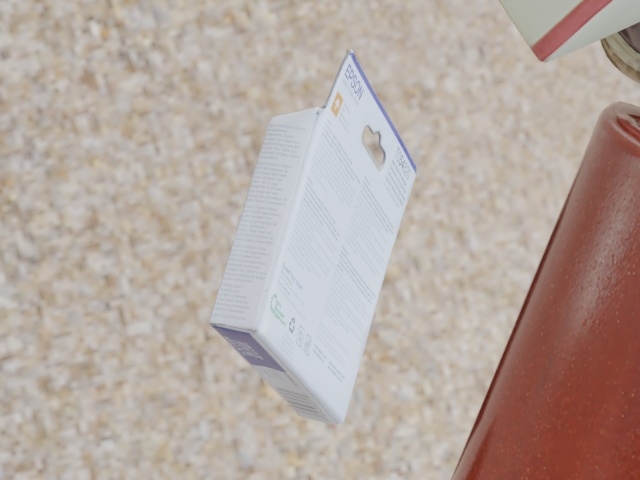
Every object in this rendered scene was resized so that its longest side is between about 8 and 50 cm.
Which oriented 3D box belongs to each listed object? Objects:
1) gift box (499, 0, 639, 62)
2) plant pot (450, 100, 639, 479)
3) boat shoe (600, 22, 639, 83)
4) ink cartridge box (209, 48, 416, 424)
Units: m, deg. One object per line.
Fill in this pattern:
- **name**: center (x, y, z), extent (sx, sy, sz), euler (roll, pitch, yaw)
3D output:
- **gift box**: center (0.116, -0.230, 0.428), extent (0.258, 0.276, 0.255), euler (-27, 76, -34)
- **plant pot**: center (0.178, 0.095, 0.755), extent (0.272, 0.272, 0.265), euler (-22, 131, -64)
- **boat shoe**: center (0.199, -0.196, 0.742), extent (0.285, 0.103, 0.092), euler (-60, 165, -11)
- **ink cartridge box**: center (0.000, 0.000, 1.343), extent (0.223, 0.045, 0.224), euler (55, 50, -62)
